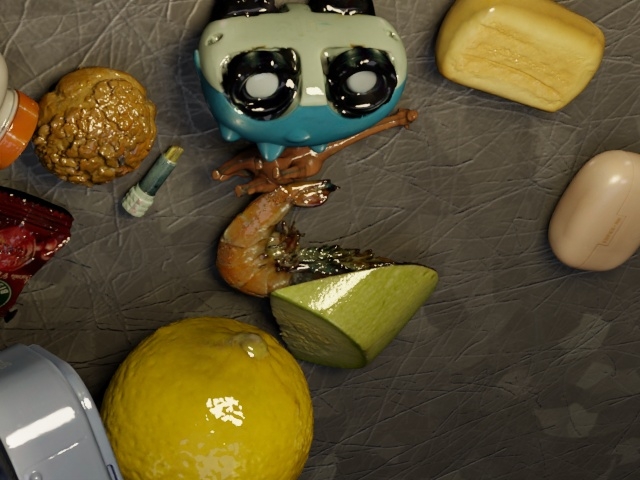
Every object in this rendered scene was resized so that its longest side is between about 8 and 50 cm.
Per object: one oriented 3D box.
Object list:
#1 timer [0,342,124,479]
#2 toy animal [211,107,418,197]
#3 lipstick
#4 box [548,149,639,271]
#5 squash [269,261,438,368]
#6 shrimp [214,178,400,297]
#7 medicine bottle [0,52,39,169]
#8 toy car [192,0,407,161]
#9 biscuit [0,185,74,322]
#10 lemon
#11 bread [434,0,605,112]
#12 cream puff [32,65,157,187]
[{"bbox_3d":[-0.413,0.333,1.766,0.173,0.395,0.395,-27,138,-26],"label":"timer"},{"bbox_3d":[-0.004,-0.120,1.635,0.224,0.066,0.230,-17,-176,37],"label":"toy animal"},{"bbox_3d":[-0.219,-0.084,1.661,0.037,0.037,0.116,25,115,-31],"label":"lipstick"},{"bbox_3d":[0.417,-0.041,1.819,0.146,0.088,0.200,9,127,-20],"label":"box"},{"bbox_3d":[0.054,0.097,1.853,0.204,0.155,0.237,20,159,17],"label":"squash"},{"bbox_3d":[0.000,0.000,1.773,0.290,0.054,0.222,7,129,-22],"label":"shrimp"},{"bbox_3d":[-0.465,-0.188,1.421,0.289,0.157,0.157,33,117,-34],"label":"medicine bottle"},{"bbox_3d":[-0.025,-0.193,1.509,0.255,0.188,0.190,-5,136,-10],"label":"toy car"},{"bbox_3d":[-0.438,0.034,1.675,0.151,0.063,0.235,17,125,-43],"label":"biscuit"},{"bbox_3d":[-0.169,0.271,1.809,0.336,0.336,0.336,-7,132,-8],"label":"lemon"},{"bbox_3d":[0.249,-0.249,1.586,0.217,0.098,0.147,19,125,-25],"label":"bread"},{"bbox_3d":[-0.279,-0.134,1.544,0.150,0.115,0.165,13,127,-27],"label":"cream puff"}]
